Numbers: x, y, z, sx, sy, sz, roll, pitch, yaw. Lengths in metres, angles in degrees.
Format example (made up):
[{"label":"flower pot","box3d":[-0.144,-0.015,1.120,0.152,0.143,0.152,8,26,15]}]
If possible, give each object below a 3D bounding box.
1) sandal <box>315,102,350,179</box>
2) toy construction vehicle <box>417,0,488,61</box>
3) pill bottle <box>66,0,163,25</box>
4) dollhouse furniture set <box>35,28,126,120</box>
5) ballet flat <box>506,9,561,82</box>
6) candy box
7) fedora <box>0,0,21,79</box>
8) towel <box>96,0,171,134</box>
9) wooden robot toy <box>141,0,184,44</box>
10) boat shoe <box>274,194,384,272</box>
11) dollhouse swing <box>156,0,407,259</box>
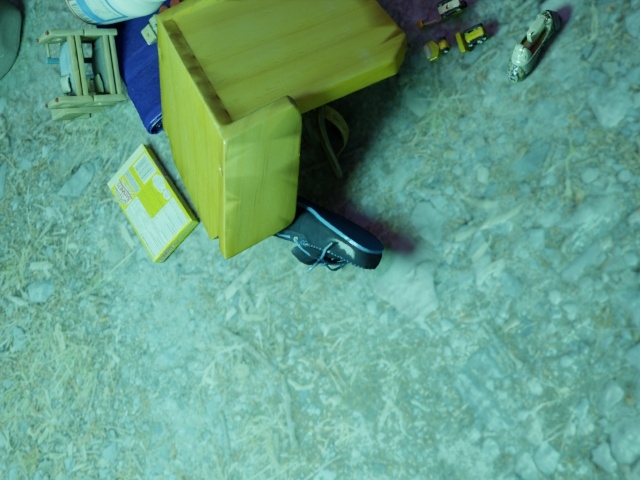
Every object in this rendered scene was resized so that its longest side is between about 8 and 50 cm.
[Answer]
[{"label":"sandal","box3d":[0.020,-0.182,1.549,0.049,0.072,0.180,-11,66,8]},{"label":"toy construction vehicle","box3d":[0.198,-0.314,1.483,0.098,0.035,0.086,-25,76,29]},{"label":"pill bottle","box3d":[-0.336,-0.439,1.691,0.221,0.124,0.124,4,80,49]},{"label":"dollhouse furniture set","box3d":[-0.454,-0.296,1.791,0.183,0.129,0.129,-8,90,55]},{"label":"ballet flat","box3d":[0.295,-0.278,1.401,0.041,0.041,0.114,40,101,34]},{"label":"candy box","box3d":[-0.297,-0.067,1.744,0.105,0.027,0.206,-47,57,17]},{"label":"fedora","box3d":[-0.703,-0.422,2.045,0.243,0.124,0.275,40,109,36]},{"label":"towel","box3d":[-0.267,-0.356,1.779,0.227,0.076,0.308,-37,60,12]},{"label":"wooden robot toy","box3d":[-0.230,-0.365,1.674,0.173,0.076,0.079,-27,94,29]},{"label":"boat shoe","box3d":[0.000,0.000,1.501,0.258,0.109,0.089,32,104,51]},{"label":"dollhouse swing","box3d":[-0.061,-0.214,1.540,0.347,0.305,0.315,-122,26,-42]}]
